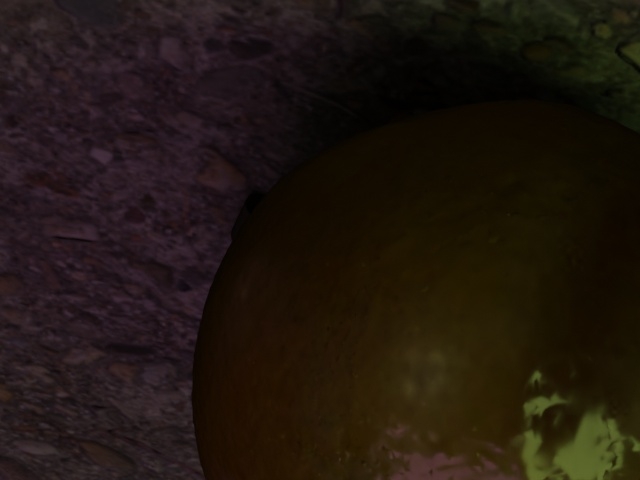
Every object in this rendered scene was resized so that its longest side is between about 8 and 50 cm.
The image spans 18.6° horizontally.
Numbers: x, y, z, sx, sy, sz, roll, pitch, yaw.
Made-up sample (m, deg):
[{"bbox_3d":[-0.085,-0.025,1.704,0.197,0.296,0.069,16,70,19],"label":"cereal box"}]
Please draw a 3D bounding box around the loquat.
[{"bbox_3d":[0.094,0.100,1.075,0.328,0.360,0.328,-9,155,-4],"label":"loquat"}]

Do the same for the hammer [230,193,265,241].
[{"bbox_3d":[0.000,0.000,1.234,0.110,0.019,0.035,15,142,-12],"label":"hammer"}]
